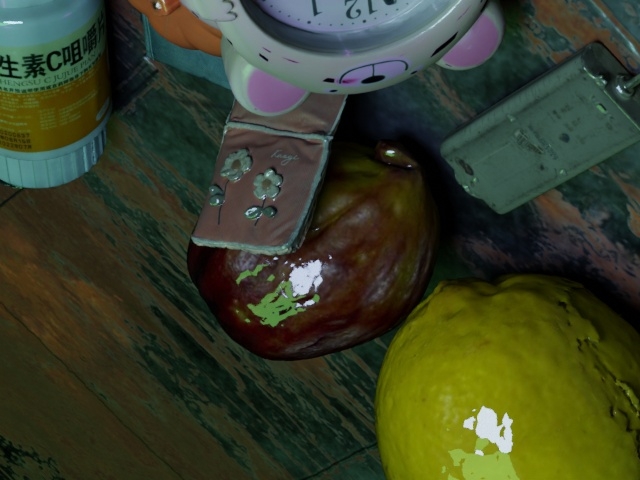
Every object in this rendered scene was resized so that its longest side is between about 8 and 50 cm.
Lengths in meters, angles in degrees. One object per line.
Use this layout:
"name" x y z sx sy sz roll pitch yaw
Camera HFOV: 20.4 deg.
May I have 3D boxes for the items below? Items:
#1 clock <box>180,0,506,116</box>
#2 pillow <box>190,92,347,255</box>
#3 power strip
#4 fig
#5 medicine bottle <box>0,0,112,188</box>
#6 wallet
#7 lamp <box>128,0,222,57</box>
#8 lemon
"clock" 0.021 -0.240 1.369 0.309 0.284 0.114 79 174 -47
"pillow" -0.037 -0.096 1.614 0.126 0.232 0.043 7 163 32
"power strip" 0.205 -0.098 1.534 0.092 0.034 0.268 46 146 -9
"fig" -0.005 0.010 1.702 0.263 0.224 0.224 -10 123 41
"medicine bottle" -0.290 -0.204 1.769 0.158 0.158 0.318 27 145 18
"wallet" -0.118 -0.199 1.730 0.129 0.026 0.088 23 137 26
"lamp" -0.093 -0.246 1.530 0.188 0.164 0.187 28 146 21
"lemon" 0.191 0.175 1.647 0.297 0.297 0.297 25 144 20
